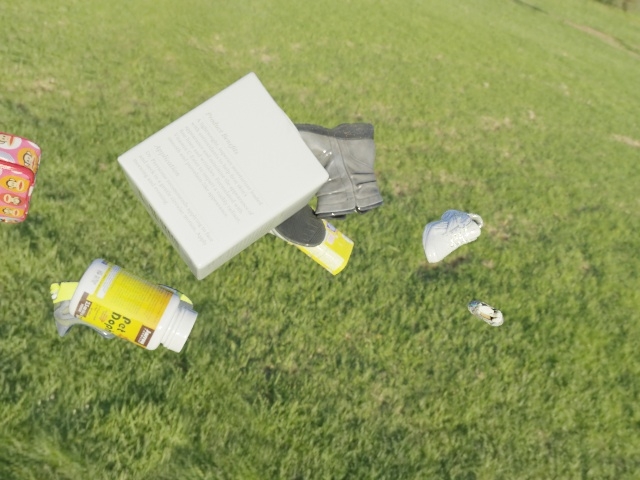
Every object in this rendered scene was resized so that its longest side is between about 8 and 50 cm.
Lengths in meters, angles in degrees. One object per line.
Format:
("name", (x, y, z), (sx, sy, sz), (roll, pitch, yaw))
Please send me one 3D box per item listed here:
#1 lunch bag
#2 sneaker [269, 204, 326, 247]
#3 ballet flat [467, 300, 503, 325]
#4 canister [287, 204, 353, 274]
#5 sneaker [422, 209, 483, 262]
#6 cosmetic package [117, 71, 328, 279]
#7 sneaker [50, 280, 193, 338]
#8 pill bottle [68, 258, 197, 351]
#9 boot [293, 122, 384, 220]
("lunch bag", (-0.842, -0.164, 1.508), (0.258, 0.293, 0.120), (14, 58, -25))
("sneaker", (-0.126, -0.053, 1.547), (0.295, 0.124, 0.178), (29, -13, 4))
("ballet flat", (0.390, 0.169, 1.412), (0.114, 0.041, 0.041), (25, 24, -25))
("canister", (0.000, 0.000, 1.665), (0.170, 0.073, 0.126), (38, 42, -13))
("sneaker", (0.343, -0.019, 1.564), (0.115, 0.090, 0.232), (-2, 28, 40))
("cosmetic package", (-0.115, -0.069, 0.736), (0.183, 0.151, 0.151), (-35, 89, -14))
("sneaker", (-0.430, 0.153, 1.337), (0.300, 0.121, 0.111), (2, -9, -13))
("pill bottle", (-0.344, 0.128, 1.145), (0.215, 0.117, 0.117), (26, 27, -10))
("boot", (-0.014, -0.156, 1.441), (0.338, 0.223, 0.118), (-5, -2, -11))
